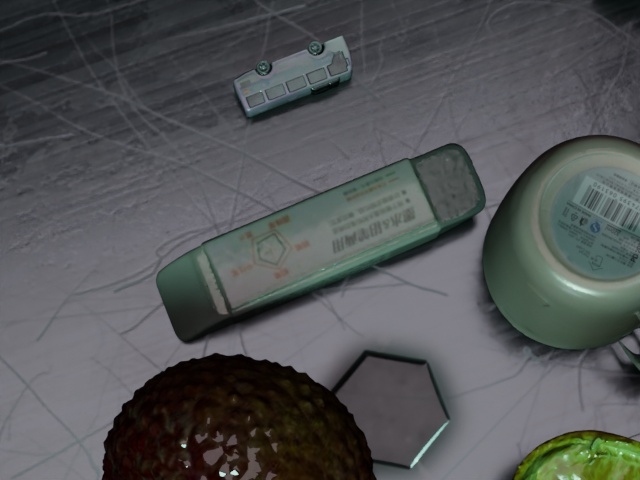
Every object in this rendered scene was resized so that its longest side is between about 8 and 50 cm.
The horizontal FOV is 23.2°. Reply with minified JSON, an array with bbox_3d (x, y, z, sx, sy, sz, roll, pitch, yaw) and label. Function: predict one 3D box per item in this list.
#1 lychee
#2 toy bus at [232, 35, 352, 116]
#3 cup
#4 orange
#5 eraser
[{"bbox_3d":[-0.079,0.228,1.482,0.261,0.260,0.260,0,78,0],"label":"lychee"},{"bbox_3d":[-0.028,-0.176,1.675,0.131,0.037,0.052,-21,80,-4],"label":"toy bus"},{"bbox_3d":[0.282,0.025,1.546,0.191,0.200,0.253,-31,80,-6],"label":"cup"},{"bbox_3d":[0.259,0.305,1.505,0.179,0.158,0.237,5,78,-2],"label":"orange"},{"bbox_3d":[0.000,0.000,1.624,0.352,0.061,0.089,-22,77,-5],"label":"eraser"}]
